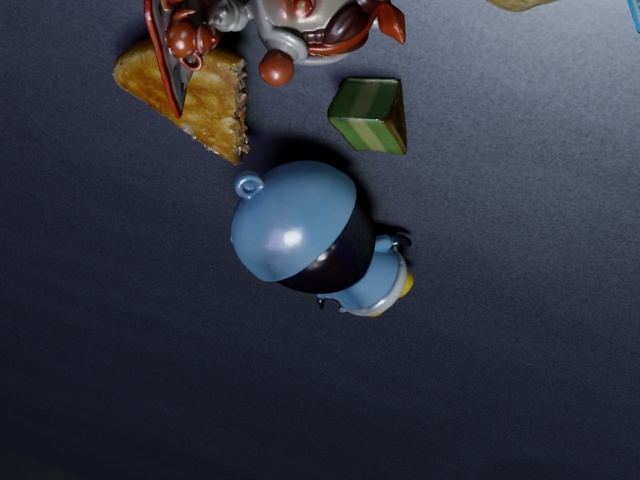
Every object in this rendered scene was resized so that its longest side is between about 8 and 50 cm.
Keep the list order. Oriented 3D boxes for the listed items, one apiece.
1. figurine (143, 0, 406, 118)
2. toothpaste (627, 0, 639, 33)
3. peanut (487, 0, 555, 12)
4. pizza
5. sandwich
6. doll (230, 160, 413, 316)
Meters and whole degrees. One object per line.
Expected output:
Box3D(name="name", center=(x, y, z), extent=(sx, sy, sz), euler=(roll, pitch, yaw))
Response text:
Box3D(name="figurine", center=(-0.031, -0.227, 0.741), extent=(0.226, 0.183, 0.160), euler=(1, 150, 2))
Box3D(name="toothpaste", center=(0.387, -0.246, 0.627), extent=(0.267, 0.050, 0.065), euler=(-11, 134, 32))
Box3D(name="peanut", center=(0.207, -0.294, 0.578), extent=(0.149, 0.149, 0.313), euler=(22, 147, -4))
Box3D(name="pizza", center=(-0.144, -0.172, 0.926), extent=(0.201, 0.053, 0.193), euler=(10, 148, 27))
Box3D(name="sandwich", center=(0.056, -0.120, 0.896), extent=(0.074, 0.074, 0.116), euler=(6, 140, 17))
Box3D(name="doll", center=(0.000, 0.000, 1.019), extent=(0.177, 0.141, 0.314), euler=(-40, 131, 13))
